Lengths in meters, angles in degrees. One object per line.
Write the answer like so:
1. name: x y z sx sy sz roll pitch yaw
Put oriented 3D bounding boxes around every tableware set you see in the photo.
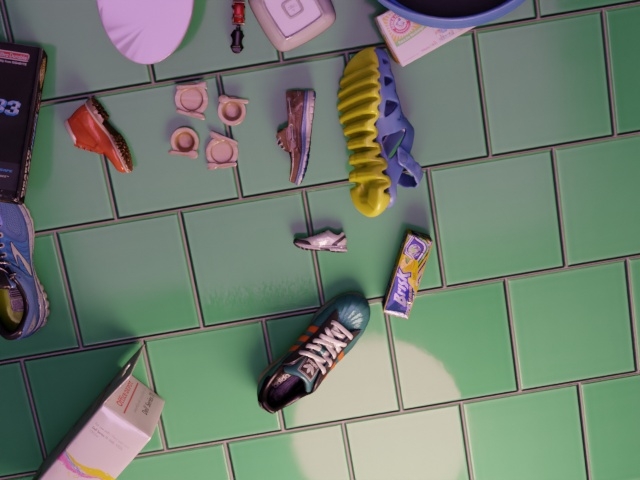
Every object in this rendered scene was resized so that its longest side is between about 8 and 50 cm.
1. tableware set: -0.219 -0.221 1.977 0.141 0.020 0.169 10 102 -5

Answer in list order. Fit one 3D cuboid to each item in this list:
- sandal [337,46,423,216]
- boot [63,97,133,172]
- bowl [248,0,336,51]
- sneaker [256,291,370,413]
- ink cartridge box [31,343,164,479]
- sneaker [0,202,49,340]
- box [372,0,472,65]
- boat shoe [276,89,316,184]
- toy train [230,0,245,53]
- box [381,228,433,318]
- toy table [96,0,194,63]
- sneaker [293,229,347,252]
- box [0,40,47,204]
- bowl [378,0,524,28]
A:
1. sandal: 0.120 -0.210 1.955 0.138 0.126 0.318 -10 100 -32
2. boot: -0.425 -0.186 1.963 0.084 0.059 0.158 -33 94 9
3. bowl: -0.052 -0.438 1.916 0.142 0.053 0.142 -30 103 4
4. sneaker: -0.009 0.234 2.038 0.108 0.121 0.302 41 98 -11
5. ink cartridge box: -0.426 0.392 2.016 0.119 0.207 0.353 39 99 -9
6. sneaker: -0.612 0.038 1.959 0.129 0.147 0.330 -16 101 2
7. box: 0.210 -0.418 1.898 0.203 0.114 0.103 -28 102 6
8. boat shoe: -0.051 -0.199 1.970 0.066 0.066 0.183 7 93 1
9. toy train: -0.155 -0.431 1.921 0.027 0.036 0.158 3 103 -3
10. box: 0.172 0.066 2.037 0.054 0.059 0.169 16 102 -3
11. toy table: -0.310 -0.462 1.846 0.252 0.161 0.274 11 102 -4
12. sneaker: 0.000 0.000 2.031 0.109 0.040 0.044 3 87 -6
13. box: -0.677 -0.233 1.893 0.295 0.073 0.294 9 86 -5
14. bowl: 0.237 -0.555 1.806 0.390 0.077 0.391 -2 77 10
